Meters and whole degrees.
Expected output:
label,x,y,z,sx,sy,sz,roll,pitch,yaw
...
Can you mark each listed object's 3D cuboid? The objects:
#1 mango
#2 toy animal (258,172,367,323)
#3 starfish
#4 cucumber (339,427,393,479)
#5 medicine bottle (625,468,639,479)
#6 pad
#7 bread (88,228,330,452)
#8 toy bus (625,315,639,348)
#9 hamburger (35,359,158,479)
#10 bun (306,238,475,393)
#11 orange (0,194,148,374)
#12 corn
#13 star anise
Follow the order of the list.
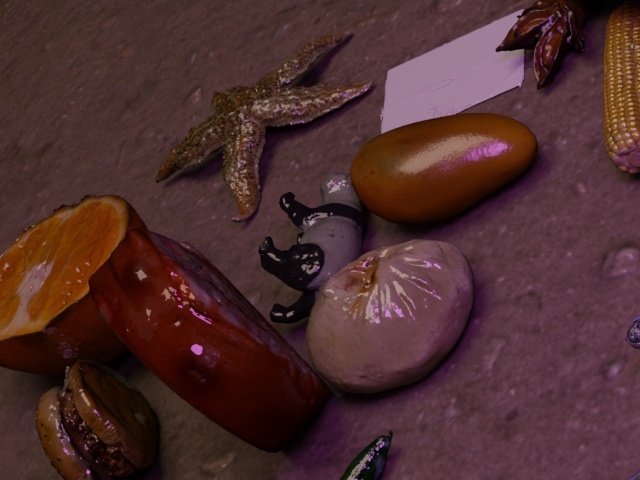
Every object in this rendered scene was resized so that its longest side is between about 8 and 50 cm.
label,x,y,z,sx,sy,sz,roll,pitch,yaw
mango,0.150,-0.089,1.934,0.253,0.113,0.138,-11,43,29
toy animal,0.000,0.000,2.011,0.121,0.094,0.225,-10,37,26
starfish,-0.094,-0.196,2.331,0.358,0.078,0.347,-54,33,-13
cucumber,0.037,0.274,1.741,0.155,0.037,0.037,-51,35,-6
medicine bottle,0.337,0.267,1.289,0.325,0.212,0.212,-41,35,8
pad,0.178,-0.222,2.132,0.232,0.004,0.156,-22,41,30
bread,-0.127,0.115,1.832,0.295,0.327,0.114,44,91,15
toy bus,0.361,0.135,1.521,0.076,0.073,0.167,-32,40,14
hamburger,-0.290,0.239,2.003,0.113,0.177,0.185,-45,61,12
bun,0.070,0.074,1.832,0.222,0.127,0.222,-30,38,26
orange,-0.357,0.062,2.180,0.310,0.274,0.274,120,164,-48
corn,0.370,-0.182,1.829,0.081,0.081,0.248,-20,41,31
star anise,0.298,-0.284,2.028,0.157,0.053,0.212,1,57,44
